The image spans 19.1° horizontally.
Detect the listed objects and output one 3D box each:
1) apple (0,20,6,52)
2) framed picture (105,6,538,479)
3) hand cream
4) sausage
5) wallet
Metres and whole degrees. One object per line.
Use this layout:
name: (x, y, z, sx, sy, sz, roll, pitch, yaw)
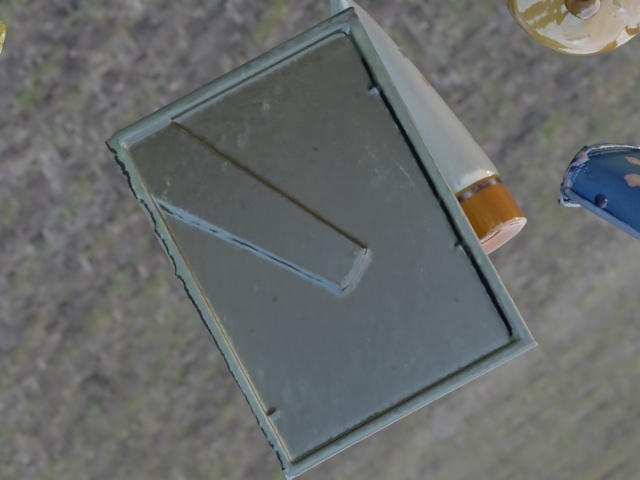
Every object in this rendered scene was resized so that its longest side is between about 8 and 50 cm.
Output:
apple: (-0.442, -0.109, 1.828, 0.314, 0.252, 0.309, 93, 11, -66)
framed picture: (0.000, 0.000, 1.408, 0.213, 0.289, 0.016, -29, 173, -2)
hand cream: (0.089, -0.121, 1.945, 0.089, 0.314, 0.140, -33, 169, -6)
sausage: (0.158, -0.224, 1.185, 0.120, 0.241, 0.136, -20, 144, 21)
wallet: (0.297, -0.011, 1.478, 0.141, 0.202, 0.059, -3, 120, -56)
